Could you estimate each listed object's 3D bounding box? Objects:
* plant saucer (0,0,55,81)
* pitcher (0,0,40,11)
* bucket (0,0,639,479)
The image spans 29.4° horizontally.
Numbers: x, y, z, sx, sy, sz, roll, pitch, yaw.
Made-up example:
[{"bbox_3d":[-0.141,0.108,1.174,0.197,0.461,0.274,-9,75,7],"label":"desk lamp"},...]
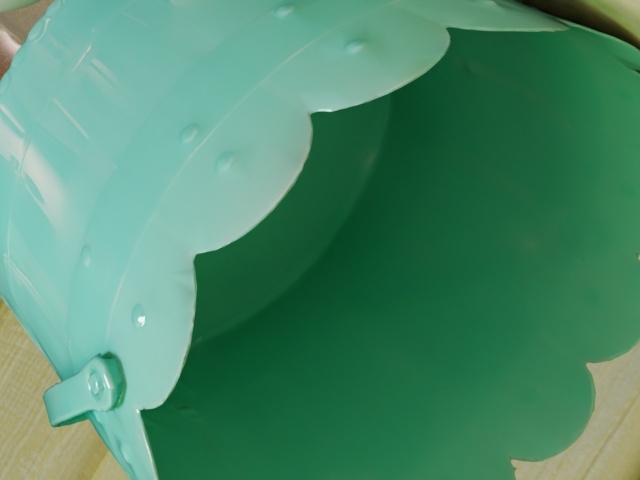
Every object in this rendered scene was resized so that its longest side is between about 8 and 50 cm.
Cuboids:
[{"bbox_3d":[-0.193,-0.183,0.784,0.311,0.050,0.310,29,152,17],"label":"plant saucer"},{"bbox_3d":[-0.169,-0.193,0.502,0.178,0.125,0.207,52,173,6],"label":"pitcher"},{"bbox_3d":[0.000,0.000,0.526,0.183,0.281,0.281,38,-175,40],"label":"bucket"}]
